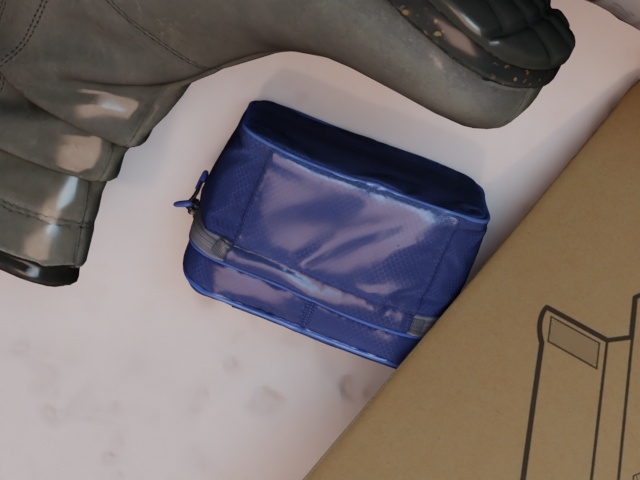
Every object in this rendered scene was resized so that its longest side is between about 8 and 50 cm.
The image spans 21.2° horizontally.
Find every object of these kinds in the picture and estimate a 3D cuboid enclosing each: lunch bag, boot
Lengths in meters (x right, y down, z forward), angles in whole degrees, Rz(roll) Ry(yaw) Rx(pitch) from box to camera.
[{"bbox_3d":[0.000,0.000,0.560,0.098,0.067,0.065,20,105,-1],"label":"lunch bag"},{"bbox_3d":[-0.050,-0.052,0.513,0.246,0.083,0.161,35,109,30],"label":"boot"}]

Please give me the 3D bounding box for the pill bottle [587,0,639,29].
[{"bbox_3d":[0.113,-0.165,0.427,0.392,0.224,0.224,30,105,-4],"label":"pill bottle"}]

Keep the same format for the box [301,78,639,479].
[{"bbox_3d":[0.104,0.057,0.497,0.164,0.021,0.201,30,70,33],"label":"box"}]
